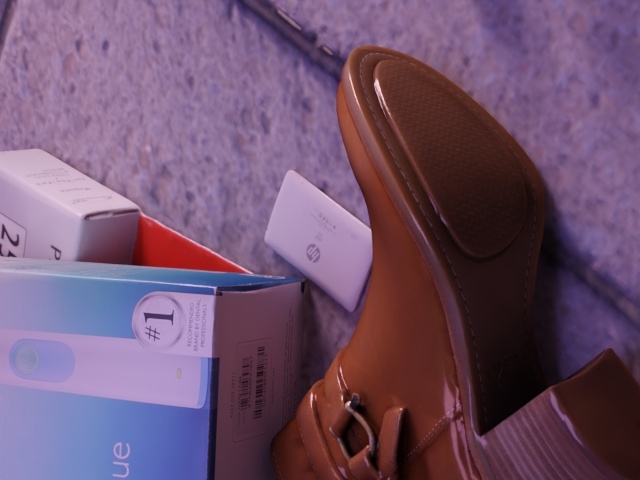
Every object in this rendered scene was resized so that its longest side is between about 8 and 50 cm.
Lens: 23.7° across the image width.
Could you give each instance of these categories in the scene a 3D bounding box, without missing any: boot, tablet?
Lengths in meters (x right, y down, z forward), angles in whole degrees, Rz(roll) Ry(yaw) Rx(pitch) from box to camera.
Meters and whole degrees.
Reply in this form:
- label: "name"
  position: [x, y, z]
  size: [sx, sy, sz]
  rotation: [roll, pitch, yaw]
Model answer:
- label: "boot"
  position: [0.044, 0.058, 0.840]
  size: [0.220, 0.109, 0.283]
  rotation: [-42, 75, 44]
- label: "tablet"
  position: [0.000, 0.000, 0.924]
  size: [0.083, 0.006, 0.054]
  rotation: [39, 122, 33]

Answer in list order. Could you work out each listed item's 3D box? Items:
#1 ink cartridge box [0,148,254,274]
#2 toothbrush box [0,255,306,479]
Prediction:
- label: "ink cartridge box"
  position: [-0.167, 0.104, 1.066]
  size: [0.239, 0.060, 0.275]
  rotation: [28, 115, 39]
- label: "toothbrush box"
  position: [-0.170, 0.121, 0.947]
  size: [0.295, 0.126, 0.216]
  rotation: [5, 92, 25]
